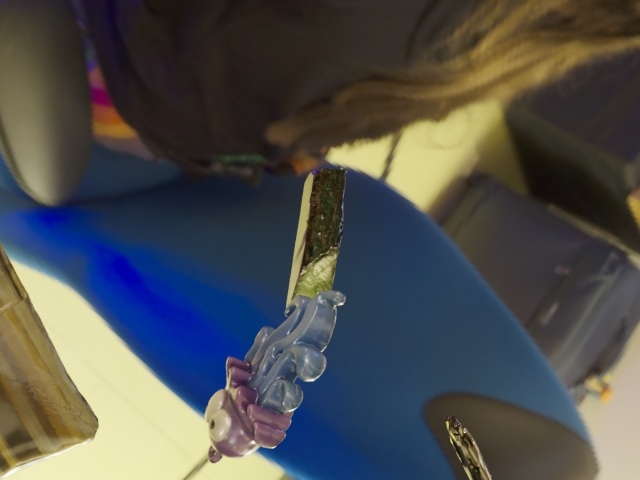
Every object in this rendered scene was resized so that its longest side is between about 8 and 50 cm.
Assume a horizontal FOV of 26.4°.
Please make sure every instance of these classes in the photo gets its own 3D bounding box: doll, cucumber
[{"bbox_3d":[-0.043,0.118,1.191,0.067,0.110,0.206,27,110,-27],"label":"doll"},{"bbox_3d":[0.000,0.000,1.369,0.046,0.220,0.070,14,139,-11],"label":"cucumber"}]

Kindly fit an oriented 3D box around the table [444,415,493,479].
[{"bbox_3d":[0.125,0.311,1.132,0.317,0.317,0.249,-49,139,-9],"label":"table"}]

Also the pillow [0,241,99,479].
[{"bbox_3d":[-0.279,0.084,0.872,0.212,0.052,0.208,-26,106,-4],"label":"pillow"}]
